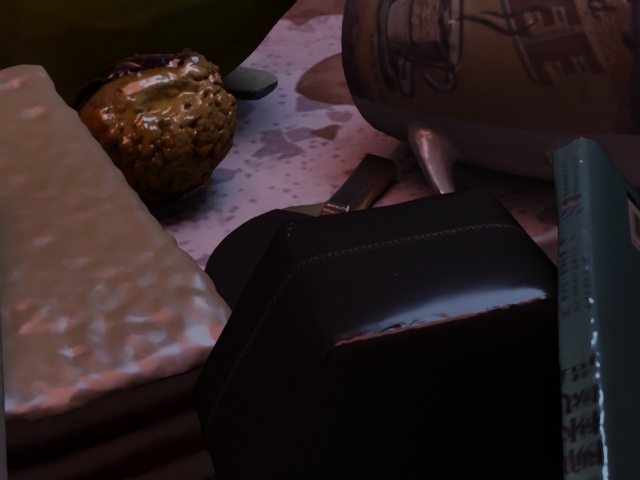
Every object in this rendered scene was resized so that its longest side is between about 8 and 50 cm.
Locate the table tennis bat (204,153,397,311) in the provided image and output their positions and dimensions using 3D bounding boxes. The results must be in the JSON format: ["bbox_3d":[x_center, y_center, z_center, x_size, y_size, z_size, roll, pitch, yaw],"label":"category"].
[{"bbox_3d":[0.000,0.000,1.290,0.130,0.019,0.220,12,38,23],"label":"table tennis bat"}]

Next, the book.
[{"bbox_3d":[0.190,0.140,0.844,0.031,0.264,0.379,-30,24,23],"label":"book"}]

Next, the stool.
[{"bbox_3d":[0.053,0.092,0.955,0.232,0.232,0.141,-10,33,-9],"label":"stool"}]

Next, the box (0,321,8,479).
[{"bbox_3d":[-0.353,0.088,0.971,0.373,0.090,0.367,-18,49,8],"label":"box"}]

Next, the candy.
[{"bbox_3d":[-0.190,0.033,1.122,0.179,0.135,0.321,-22,48,-23],"label":"candy"}]

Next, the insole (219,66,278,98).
[{"bbox_3d":[-0.124,-0.149,1.550,0.192,0.010,0.063,13,36,27],"label":"insole"}]

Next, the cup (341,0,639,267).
[{"bbox_3d":[0.148,-0.111,1.316,0.257,0.227,0.301,-1,60,30],"label":"cup"}]

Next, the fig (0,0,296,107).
[{"bbox_3d":[-0.144,-0.206,1.427,0.271,0.239,0.239,4,33,23],"label":"fig"}]

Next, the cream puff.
[{"bbox_3d":[-0.123,-0.078,1.344,0.133,0.119,0.104,-18,55,11],"label":"cream puff"}]
